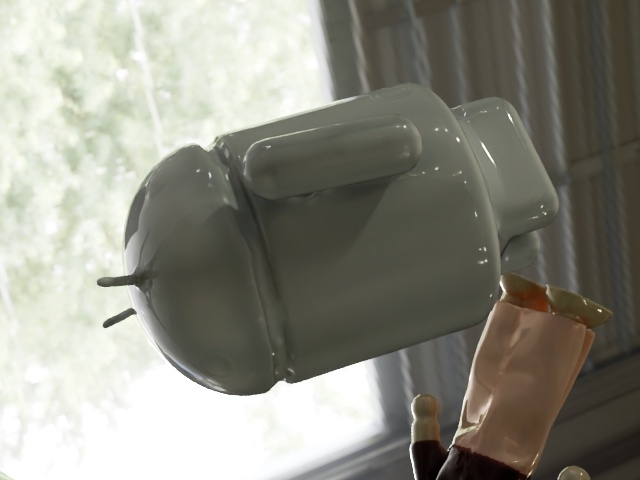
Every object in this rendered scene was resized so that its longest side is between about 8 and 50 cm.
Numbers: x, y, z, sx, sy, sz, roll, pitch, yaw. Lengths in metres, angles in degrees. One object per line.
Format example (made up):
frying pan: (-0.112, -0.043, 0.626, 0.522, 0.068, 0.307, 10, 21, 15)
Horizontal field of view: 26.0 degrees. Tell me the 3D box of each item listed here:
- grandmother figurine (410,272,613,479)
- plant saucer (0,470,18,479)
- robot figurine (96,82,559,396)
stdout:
grandmother figurine: (0.164, 0.208, 1.296, 0.208, 0.104, 0.342, 18, -96, 55)
plant saucer: (-0.129, 0.143, 0.401, 0.188, 0.188, 0.045, 15, -38, 41)
robot figurine: (0.000, 0.000, 1.072, 0.300, 0.353, 0.200, 95, -25, -60)
